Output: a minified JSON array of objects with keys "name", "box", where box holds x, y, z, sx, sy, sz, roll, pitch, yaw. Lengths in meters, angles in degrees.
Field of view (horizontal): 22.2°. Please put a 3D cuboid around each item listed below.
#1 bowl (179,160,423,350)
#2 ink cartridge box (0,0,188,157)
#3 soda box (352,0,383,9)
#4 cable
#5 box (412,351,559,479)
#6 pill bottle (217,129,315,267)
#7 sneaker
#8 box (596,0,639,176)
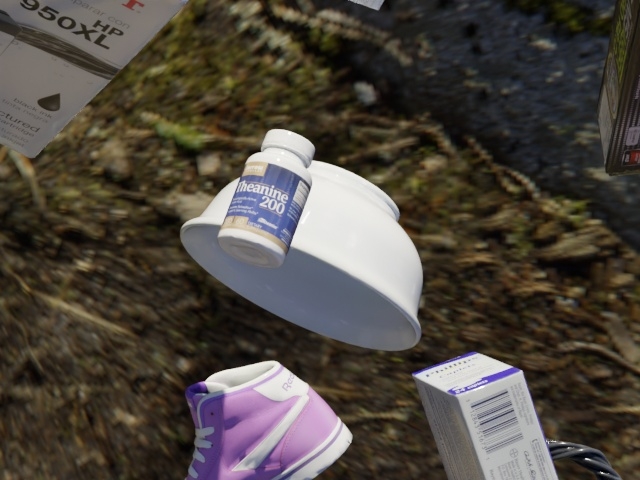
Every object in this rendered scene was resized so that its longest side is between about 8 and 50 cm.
[{"name":"bowl","box":[0.000,0.000,1.858,0.298,0.298,0.134,28,73,-12]},{"name":"ink cartridge box","box":[-0.301,-0.268,1.529,0.285,0.395,0.166,27,60,-20]},{"name":"soda box","box":[0.035,-0.361,1.889,0.074,0.216,0.069,16,127,-23]},{"name":"cable","box":[0.280,0.308,1.961,0.184,0.047,0.150,-6,104,25]},{"name":"box","box":[0.157,0.181,1.555,0.072,0.137,0.126,-21,99,-12]},{"name":"pill bottle","box":[-0.047,-0.040,1.522,0.067,0.067,0.120,24,69,-12]},{"name":"sneaker","box":[-0.121,0.238,1.784,0.282,0.102,0.161,-40,105,11]},{"name":"box","box":[0.314,-0.139,1.138,0.216,0.270,0.060,-4,65,1]}]
